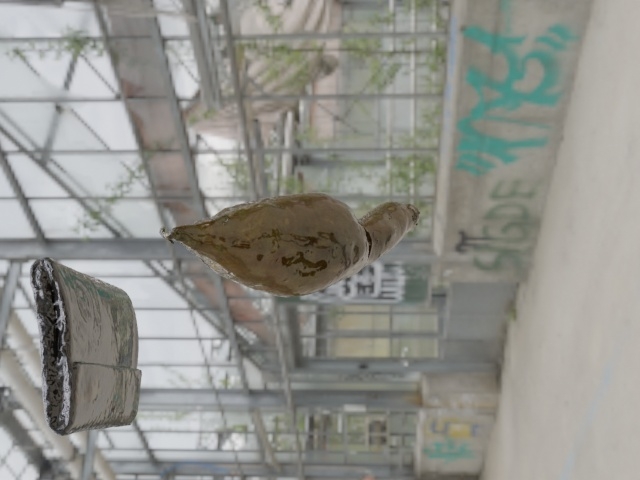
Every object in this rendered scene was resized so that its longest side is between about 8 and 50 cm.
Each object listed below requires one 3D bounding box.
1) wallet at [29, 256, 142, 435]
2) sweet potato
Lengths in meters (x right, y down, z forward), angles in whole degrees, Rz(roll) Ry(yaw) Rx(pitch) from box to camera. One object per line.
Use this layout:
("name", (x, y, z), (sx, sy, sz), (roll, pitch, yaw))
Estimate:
("wallet", (-0.242, 0.120, 1.054), (0.321, 0.044, 0.171), (73, -172, -81))
("sweet potato", (0.002, 0.001, 0.712), (0.269, 0.074, 0.075), (-6, -82, -49))
